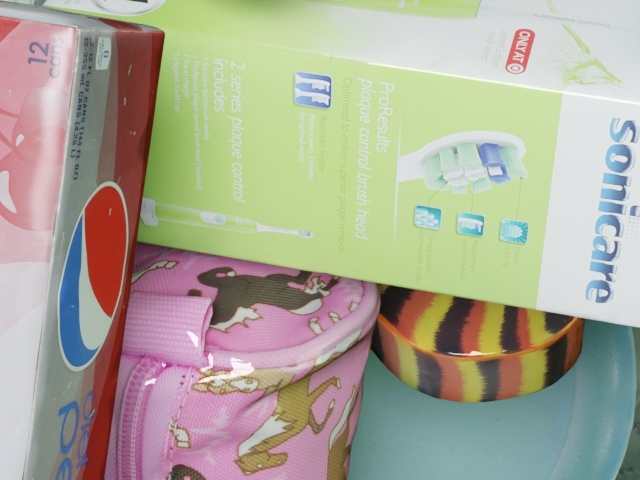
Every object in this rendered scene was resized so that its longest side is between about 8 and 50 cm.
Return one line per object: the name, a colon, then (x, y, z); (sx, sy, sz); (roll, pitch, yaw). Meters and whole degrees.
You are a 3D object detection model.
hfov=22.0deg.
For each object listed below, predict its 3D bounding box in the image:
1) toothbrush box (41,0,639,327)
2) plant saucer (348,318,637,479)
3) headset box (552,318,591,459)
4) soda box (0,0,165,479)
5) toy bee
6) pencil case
toothbrush box: (0.039, -0.087, 0.769); (0.206, 0.283, 0.122); (-66, 163, -50)
plant saucer: (0.052, 0.062, 1.031); (0.043, 0.317, 0.318); (-40, -149, 59)
headset box: (0.082, 0.017, 1.195); (0.131, 0.246, 0.283); (82, 21, -68)
soda box: (-0.122, 0.049, 0.573); (0.092, 0.083, 0.263); (-27, 127, -77)
toy bee: (0.000, 0.000, 0.928); (0.162, 0.298, 0.195); (-34, 128, -14)
pencil case: (-0.059, 0.173, 0.846); (0.167, 0.160, 0.386); (-122, -147, -59)
